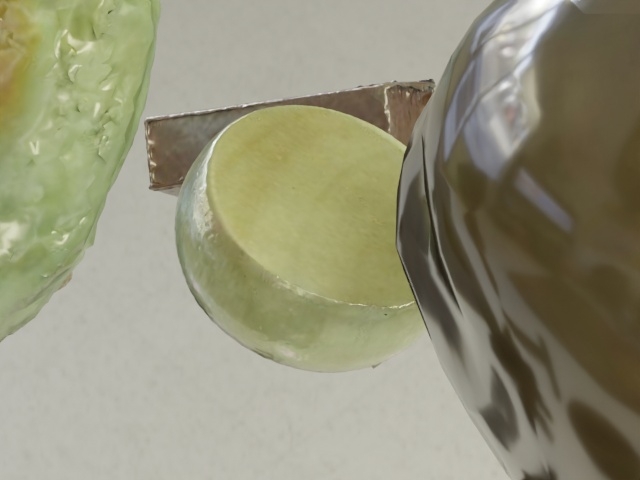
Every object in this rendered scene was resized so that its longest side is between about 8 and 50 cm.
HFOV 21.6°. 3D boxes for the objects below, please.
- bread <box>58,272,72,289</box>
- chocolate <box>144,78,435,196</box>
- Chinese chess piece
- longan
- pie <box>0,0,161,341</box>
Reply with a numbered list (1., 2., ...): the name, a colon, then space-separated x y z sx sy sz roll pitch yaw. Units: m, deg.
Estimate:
1. bread: -0.288 0.013 1.648 0.082 0.113 0.060 2 67 25
2. chocolate: -0.031 -0.107 1.764 0.321 0.112 0.112 -5 -3 25
3. Chinese chess piece: 0.000 0.000 1.319 0.238 0.092 0.238 14 44 -14
4. longan: 0.210 -0.004 0.679 0.404 0.404 0.336 6 85 -1
5. pie: -0.144 -0.057 0.334 0.240 0.240 0.054 -7 14 -13
